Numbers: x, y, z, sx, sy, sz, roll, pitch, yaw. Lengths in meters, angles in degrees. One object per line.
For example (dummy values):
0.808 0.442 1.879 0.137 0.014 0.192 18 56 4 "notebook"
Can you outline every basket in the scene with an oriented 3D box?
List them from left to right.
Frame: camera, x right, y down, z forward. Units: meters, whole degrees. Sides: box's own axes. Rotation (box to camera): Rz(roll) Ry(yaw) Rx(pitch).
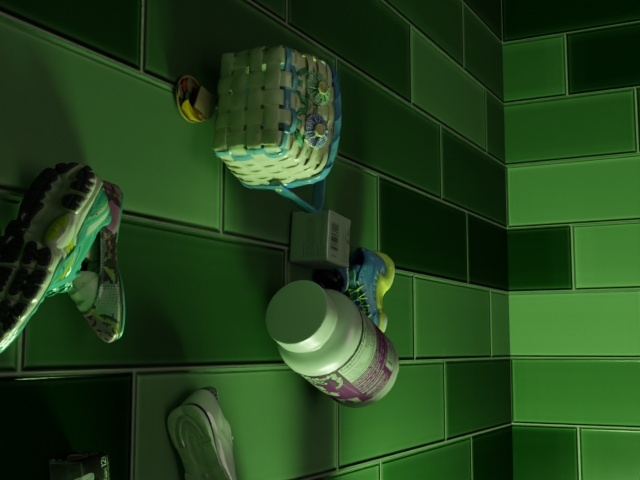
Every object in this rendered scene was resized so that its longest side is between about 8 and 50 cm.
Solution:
-0.055 -0.194 1.553 0.289 0.201 0.254 24 66 -67 "basket"

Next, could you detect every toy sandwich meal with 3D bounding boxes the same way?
-0.203 -0.228 1.457 0.085 0.029 0.085 13 75 -62 "toy sandwich meal"

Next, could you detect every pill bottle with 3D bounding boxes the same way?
0.020 0.193 1.691 0.301 0.169 0.169 47 47 -51 "pill bottle"

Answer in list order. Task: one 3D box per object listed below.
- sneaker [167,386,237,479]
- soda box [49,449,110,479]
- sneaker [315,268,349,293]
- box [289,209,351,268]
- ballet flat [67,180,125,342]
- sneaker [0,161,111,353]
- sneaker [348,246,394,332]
-0.165 0.347 1.410 0.095 0.090 0.235 -45 128 -67 "sneaker"
-0.304 0.359 1.155 0.053 0.060 0.169 -8 94 -62 "soda box"
0.023 0.046 1.832 0.084 0.058 0.152 -43 131 -67 "sneaker"
0.000 0.000 1.761 0.102 0.087 0.101 24 65 -61 "box"
-0.305 0.025 1.196 0.079 0.077 0.221 11 72 -43 "ballet flat"
-0.332 0.034 1.080 0.275 0.107 0.110 -61 153 -31 "sneaker"
0.082 0.122 1.935 0.126 0.091 0.240 34 56 -35 "sneaker"
